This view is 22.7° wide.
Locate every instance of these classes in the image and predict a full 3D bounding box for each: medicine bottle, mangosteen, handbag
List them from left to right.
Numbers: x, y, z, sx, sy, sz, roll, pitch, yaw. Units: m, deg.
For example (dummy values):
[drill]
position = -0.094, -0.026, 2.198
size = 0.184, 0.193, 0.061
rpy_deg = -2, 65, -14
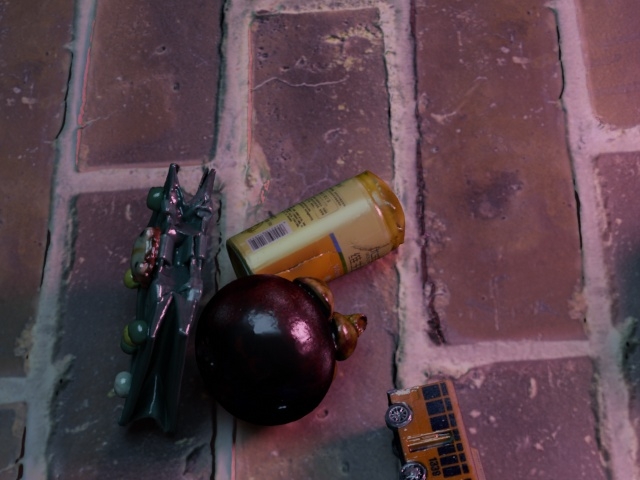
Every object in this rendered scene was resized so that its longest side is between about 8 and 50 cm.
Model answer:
[handbag]
position = -0.205, 0.076, 2.020
size = 0.100, 0.274, 0.268
rpy_deg = 9, 56, -6
[mangosteen]
position = -0.047, 0.128, 2.025
size = 0.230, 0.194, 0.194
rpy_deg = -26, 53, -29
[medicine bottle]
position = 0.000, 0.000, 2.146
size = 0.239, 0.124, 0.124
rpy_deg = -25, 54, -9

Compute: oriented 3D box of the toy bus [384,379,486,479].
[toy bus]
position = 0.143, 0.270, 1.948
size = 0.103, 0.091, 0.182
rpy_deg = -12, 52, 0
